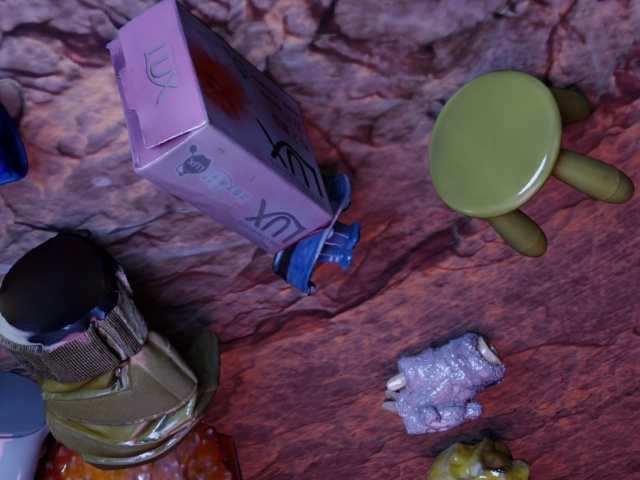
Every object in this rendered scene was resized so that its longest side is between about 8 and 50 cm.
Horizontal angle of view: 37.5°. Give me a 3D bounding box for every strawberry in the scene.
[{"bbox_3d":[-0.220,0.284,1.000,0.233,0.234,0.178,13,157,-38],"label":"strawberry"}]

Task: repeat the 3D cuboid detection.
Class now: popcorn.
[{"bbox_3d":[0.236,0.356,1.354,0.148,0.167,0.152,-21,125,-58],"label":"popcorn"}]

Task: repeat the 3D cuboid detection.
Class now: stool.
[{"bbox_3d":[0.155,-0.060,0.714,0.110,0.134,0.135,16,91,-44],"label":"stool"}]

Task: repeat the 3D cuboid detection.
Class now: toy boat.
[{"bbox_3d":[0.000,0.000,0.779,0.060,0.060,0.137,16,137,-9],"label":"toy boat"}]

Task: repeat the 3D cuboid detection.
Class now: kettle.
[{"bbox_3d":[-0.324,0.200,0.885,0.126,0.098,0.148,24,116,3],"label":"kettle"}]

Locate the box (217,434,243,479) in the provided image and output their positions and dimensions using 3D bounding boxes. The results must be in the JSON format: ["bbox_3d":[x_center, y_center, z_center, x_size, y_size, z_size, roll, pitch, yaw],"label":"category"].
[{"bbox_3d":[-0.182,0.324,1.130,0.182,0.133,0.099,-33,144,21],"label":"box"}]

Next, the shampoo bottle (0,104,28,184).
[{"bbox_3d":[-0.285,-0.044,0.591,0.182,0.050,0.087,-16,151,0],"label":"shampoo bottle"}]

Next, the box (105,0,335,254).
[{"bbox_3d":[-0.061,-0.068,0.602,0.060,0.111,0.156,-30,147,21],"label":"box"}]

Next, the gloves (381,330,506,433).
[{"bbox_3d":[0.144,0.168,1.081,0.110,0.094,0.144,0,138,-44],"label":"gloves"}]

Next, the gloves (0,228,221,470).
[{"bbox_3d":[-0.168,0.121,0.814,0.154,0.141,0.331,-18,148,1],"label":"gloves"}]
